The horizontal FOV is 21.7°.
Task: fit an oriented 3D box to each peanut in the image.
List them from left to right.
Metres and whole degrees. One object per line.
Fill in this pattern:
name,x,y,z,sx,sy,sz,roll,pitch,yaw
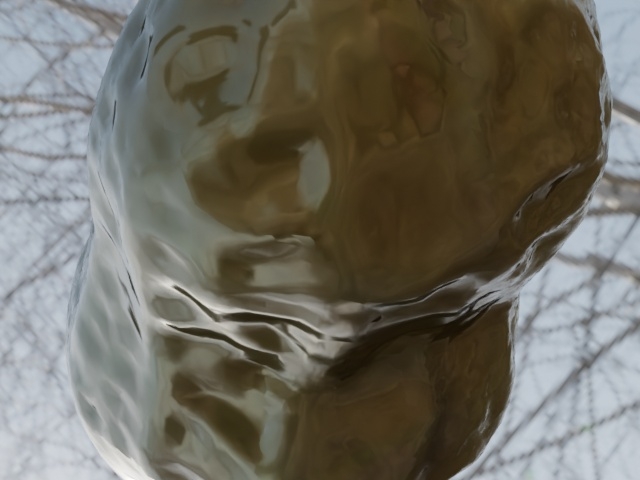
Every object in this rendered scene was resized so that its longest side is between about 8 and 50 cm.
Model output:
peanut,0.000,0.000,0.503,0.152,0.152,0.313,-24,-21,-25
